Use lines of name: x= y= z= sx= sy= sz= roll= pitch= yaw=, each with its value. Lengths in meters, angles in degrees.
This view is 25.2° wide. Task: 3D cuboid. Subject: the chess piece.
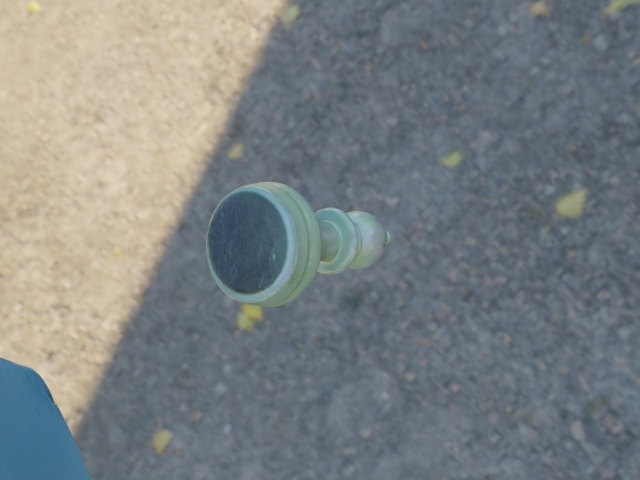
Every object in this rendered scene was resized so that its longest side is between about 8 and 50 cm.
chess piece: x=0.000 y=0.000 z=1.666 sx=0.139 sy=0.271 sz=0.139 roll=2 pitch=94 yaw=36

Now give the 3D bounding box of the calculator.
calculator: x=-0.246 y=0.149 z=1.026 sx=0.051 sy=0.293 sz=0.173 roll=-32 pitch=69 yaw=9
